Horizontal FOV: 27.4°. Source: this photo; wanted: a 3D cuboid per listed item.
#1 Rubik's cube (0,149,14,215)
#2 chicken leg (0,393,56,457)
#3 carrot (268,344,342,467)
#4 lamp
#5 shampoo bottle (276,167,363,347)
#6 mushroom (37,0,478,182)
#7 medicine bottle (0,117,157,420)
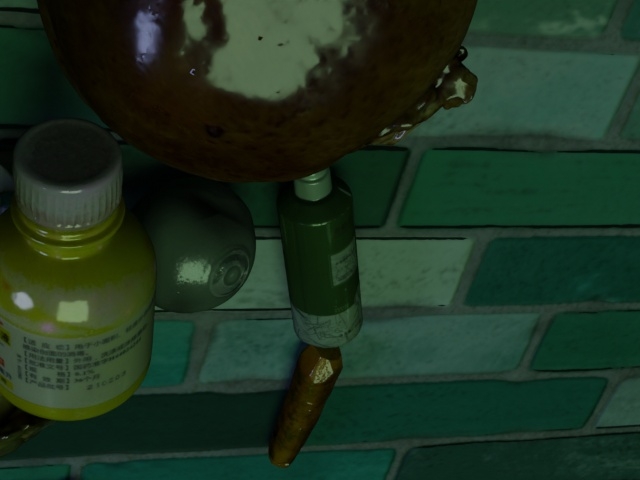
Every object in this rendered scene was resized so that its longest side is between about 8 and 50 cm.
[{"bbox_3d":[-0.243,-0.023,0.943,0.075,0.073,0.084,-13,139,-5],"label":"Rubik's cube"},{"bbox_3d":[-0.390,0.189,1.071,0.201,0.153,0.429,13,137,-39],"label":"chicken leg"},{"bbox_3d":[-0.018,0.155,1.226,0.042,0.042,0.171,2,137,-20],"label":"carrot"},{"bbox_3d":[-0.099,0.003,0.993,0.105,0.105,0.105,-9,137,-9],"label":"lamp"},{"bbox_3d":[0.000,0.000,1.057,0.065,0.065,0.205,-12,137,-5],"label":"shampoo bottle"},{"bbox_3d":[-0.028,-0.143,0.801,0.283,0.195,0.263,18,121,-32],"label":"mushroom"},{"bbox_3d":[-0.171,0.017,0.886,0.121,0.122,0.213,-4,139,-14],"label":"medicine bottle"}]
